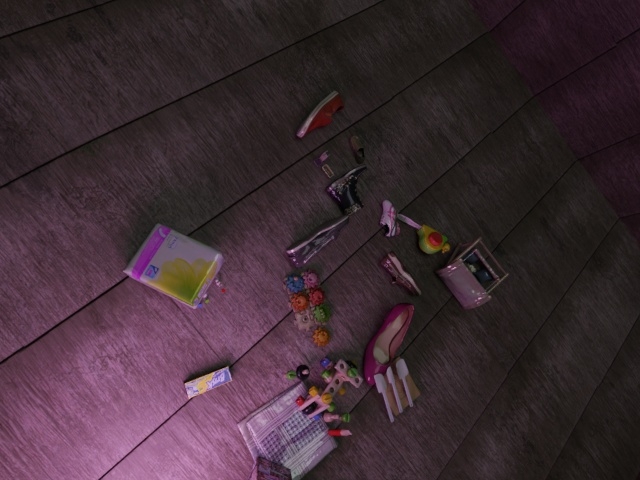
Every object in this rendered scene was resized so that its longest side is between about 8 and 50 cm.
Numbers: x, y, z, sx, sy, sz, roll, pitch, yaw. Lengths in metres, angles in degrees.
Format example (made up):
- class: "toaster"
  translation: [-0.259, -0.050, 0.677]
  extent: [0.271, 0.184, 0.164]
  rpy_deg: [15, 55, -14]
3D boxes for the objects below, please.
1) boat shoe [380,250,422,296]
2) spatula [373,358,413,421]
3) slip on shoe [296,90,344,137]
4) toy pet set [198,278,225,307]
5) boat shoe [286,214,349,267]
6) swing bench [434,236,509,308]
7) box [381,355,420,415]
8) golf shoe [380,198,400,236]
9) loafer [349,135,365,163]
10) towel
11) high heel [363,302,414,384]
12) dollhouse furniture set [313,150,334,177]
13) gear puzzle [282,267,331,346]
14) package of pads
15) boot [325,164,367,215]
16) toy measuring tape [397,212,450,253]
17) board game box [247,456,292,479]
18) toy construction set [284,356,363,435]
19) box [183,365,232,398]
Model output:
- class: "boat shoe"
  translation: [0.379, 0.173, 1.979]
  extent: [0.095, 0.095, 0.258]
  rpy_deg: [-37, 97, 8]
- class: "spatula"
  translation: [0.332, 0.656, 1.815]
  extent: [0.168, 0.019, 0.242]
  rpy_deg: [-24, 102, -28]
- class: "slip on shoe"
  translation: [0.005, -0.590, 1.978]
  extent: [0.101, 0.123, 0.331]
  rpy_deg: [46, 60, -11]
- class: "toy pet set"
  translation: [-0.458, 0.178, 1.640]
  extent: [0.122, 0.065, 0.114]
  rpy_deg: [-32, 126, -23]
- class: "boat shoe"
  translation: [0.000, 0.000, 1.845]
  extent: [0.335, 0.112, 0.096]
  rpy_deg: [-33, 109, -20]
- class: "swing bench"
  translation: [0.757, 0.166, 2.085]
  extent: [0.254, 0.165, 0.253]
  rpy_deg: [-43, 96, -25]
- class: "box"
  translation: [0.343, 0.654, 1.873]
  extent: [0.164, 0.021, 0.201]
  rpy_deg: [-30, 91, -26]
- class: "golf shoe"
  translation: [0.329, -0.110, 2.023]
  extent: [0.085, 0.067, 0.186]
  rpy_deg: [-9, 82, -23]
- class: "loafer"
  translation: [0.189, -0.456, 2.056]
  extent: [0.056, 0.050, 0.148]
  rpy_deg: [-19, 85, -26]
- class: "towel"
  translation: [-0.123, 0.768, 1.630]
  extent: [0.324, 0.056, 0.312]
  rpy_deg: [-28, 89, -25]
- class: "high heel"
  translation: [0.297, 0.443, 1.809]
  extent: [0.127, 0.181, 0.378]
  rpy_deg: [24, 67, -6]
- class: "dollhouse furniture set"
  translation: [0.044, -0.366, 1.956]
  extent: [0.091, 0.081, 0.114]
  rpy_deg: [-39, 94, -25]
- class: "gear puzzle"
  translation: [-0.039, 0.295, 1.783]
  extent: [0.175, 0.044, 0.339]
  rpy_deg: [-15, 84, -25]
- class: "package of pads"
  translation: [-0.536, 0.089, 1.552]
  extent: [0.296, 0.101, 0.229]
  rpy_deg: [25, 68, 5]
- class: "boot"
  translation: [0.160, -0.238, 1.975]
  extent: [0.236, 0.085, 0.179]
  rpy_deg: [-35, 94, -19]
- class: "toy measuring tape"
  translation: [0.494, -0.019, 2.053]
  extent: [0.329, 0.121, 0.122]
  rpy_deg: [27, 68, -6]
- class: "board game box"
  translation: [-0.198, 0.920, 1.402]
  extent: [0.141, 0.291, 0.232]
  rpy_deg: [24, 79, -5]
- class: "toy construction set"
  translation: [0.060, 0.602, 1.618]
  extent: [0.257, 0.237, 0.309]
  rpy_deg: [-17, 81, -39]
- class: "box"
  translation: [-0.422, 0.530, 1.561]
  extent: [0.168, 0.054, 0.059]
  rpy_deg: [-16, 84, -26]
